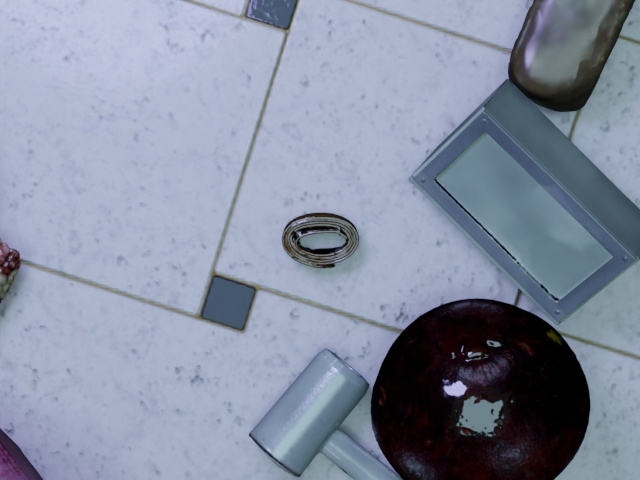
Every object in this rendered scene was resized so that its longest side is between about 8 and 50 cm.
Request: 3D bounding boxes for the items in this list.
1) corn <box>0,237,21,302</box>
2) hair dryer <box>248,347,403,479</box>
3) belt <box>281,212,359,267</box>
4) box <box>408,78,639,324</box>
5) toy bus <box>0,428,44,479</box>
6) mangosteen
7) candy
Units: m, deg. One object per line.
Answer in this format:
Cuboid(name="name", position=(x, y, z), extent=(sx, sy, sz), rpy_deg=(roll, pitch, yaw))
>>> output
Cuboid(name="corn", position=(-0.424, 0.110, 1.776), extent=(0.092, 0.092, 0.280), rpy_deg=(36, 87, -1))
Cuboid(name="hair dryer", position=(0.053, 0.238, 1.786), extent=(0.236, 0.073, 0.131), rpy_deg=(40, 90, -4))
Cuboid(name="belt", position=(0.000, 0.000, 1.794), extent=(0.083, 0.036, 0.059), rpy_deg=(-1, 98, 0))
Cuboid(name="box", position=(0.223, -0.038, 1.738), extent=(0.225, 0.086, 0.129), rpy_deg=(44, 127, -1))
Cuboid(name="toy bus", position=(-0.340, 0.295, 1.682), extent=(0.147, 0.303, 0.127), rpy_deg=(-43, 136, -7))
Cuboid(name="mangosteen", position=(0.168, 0.189, 1.727), extent=(0.228, 0.228, 0.265), rpy_deg=(-9, 132, 0))
Cuboid(name="candy", position=(0.279, -0.253, 1.752), extent=(0.102, 0.104, 0.234), rpy_deg=(22, 91, 4))
